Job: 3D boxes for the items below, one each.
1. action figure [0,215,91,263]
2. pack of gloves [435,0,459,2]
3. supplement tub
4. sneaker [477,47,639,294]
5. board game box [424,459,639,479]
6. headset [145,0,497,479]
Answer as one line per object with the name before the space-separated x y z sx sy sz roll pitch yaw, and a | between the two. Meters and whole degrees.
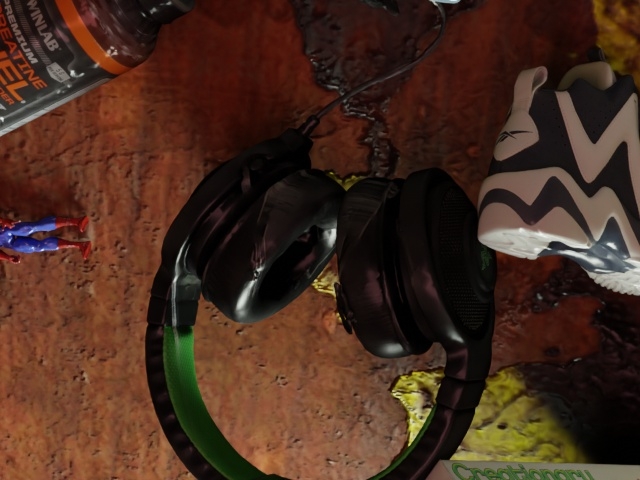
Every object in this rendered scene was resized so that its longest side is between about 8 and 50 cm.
action figure | -0.234 -0.003 1.375 0.115 0.030 0.038 1 121 10
pack of gloves | -0.002 -0.224 1.141 0.232 0.195 0.046 24 111 -4
supplement tub | -0.187 -0.149 1.252 0.198 0.106 0.106 -25 110 18
sneaker | 0.208 -0.051 1.254 0.235 0.094 0.153 14 77 -31
board game box | 0.157 0.248 1.330 0.305 0.053 0.193 8 125 -41
headset | 0.000 0.000 1.233 0.243 0.185 0.394 13 92 23
